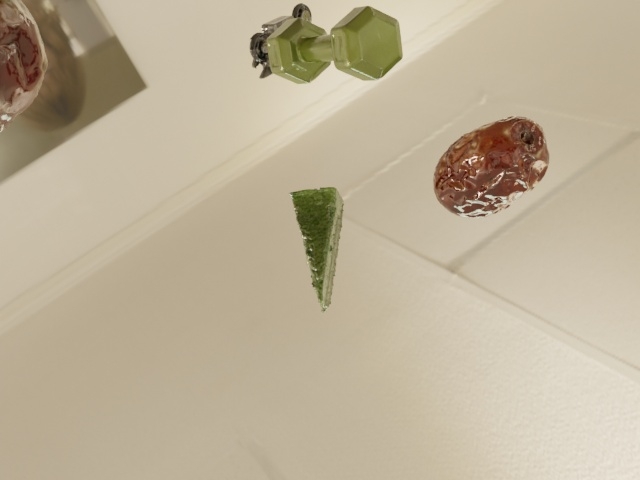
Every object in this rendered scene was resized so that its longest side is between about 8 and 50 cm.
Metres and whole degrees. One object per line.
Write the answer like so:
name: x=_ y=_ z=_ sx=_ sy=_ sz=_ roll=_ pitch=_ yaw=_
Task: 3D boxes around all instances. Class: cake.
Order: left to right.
cake: x=0.015 y=0.013 z=1.595 sx=0.099 sy=0.100 sz=0.235 roll=-15 pitch=-107 yaw=6

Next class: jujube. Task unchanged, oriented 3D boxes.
jujube: x=-0.593 y=-0.282 z=1.202 sx=0.376 sy=0.277 sz=0.276 roll=6 pitch=-143 yaw=12
jujube: x=0.328 y=-0.141 z=1.566 sx=0.174 sy=0.174 sz=0.250 roll=-50 pitch=-178 yaw=-36

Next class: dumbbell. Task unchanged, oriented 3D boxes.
dumbbell: x=0.017 y=-0.332 z=1.395 sx=0.108 sy=0.122 sz=0.302 roll=-16 pitch=-165 yaw=-28

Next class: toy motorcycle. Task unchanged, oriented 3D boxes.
toy motorcycle: x=-0.079 y=-0.447 z=1.889 sx=0.073 sy=0.152 sz=0.225 roll=10 pitch=-138 yaw=37
